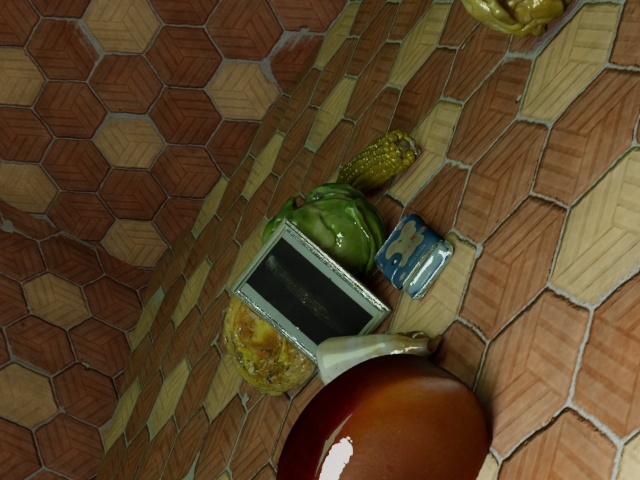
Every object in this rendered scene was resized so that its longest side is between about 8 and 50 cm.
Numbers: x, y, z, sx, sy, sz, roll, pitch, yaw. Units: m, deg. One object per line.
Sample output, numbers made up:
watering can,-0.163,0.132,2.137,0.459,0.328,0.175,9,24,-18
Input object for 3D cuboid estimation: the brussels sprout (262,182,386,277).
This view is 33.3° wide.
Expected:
brussels sprout,0.002,0.001,2.342,0.259,0.227,0.294,-26,14,-26

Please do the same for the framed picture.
framed picture,-0.027,0.124,2.218,0.231,0.293,0.018,-52,-5,30

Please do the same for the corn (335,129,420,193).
corn,0.122,-0.171,2.535,0.313,0.102,0.102,-36,31,59

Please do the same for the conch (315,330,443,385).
conch,0.100,0.232,1.938,0.255,0.158,0.127,-9,82,39

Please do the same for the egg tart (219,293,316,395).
egg tart,-0.106,0.220,2.465,0.297,0.132,0.297,8,103,38

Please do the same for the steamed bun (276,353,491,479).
steamed bun,0.074,0.350,1.652,0.379,0.248,0.235,-64,17,-2

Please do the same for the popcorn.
popcorn,0.382,-0.503,2.115,0.190,0.253,0.191,3,82,58

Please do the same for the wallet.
wallet,0.184,0.032,2.127,0.141,0.059,0.202,-53,21,6
